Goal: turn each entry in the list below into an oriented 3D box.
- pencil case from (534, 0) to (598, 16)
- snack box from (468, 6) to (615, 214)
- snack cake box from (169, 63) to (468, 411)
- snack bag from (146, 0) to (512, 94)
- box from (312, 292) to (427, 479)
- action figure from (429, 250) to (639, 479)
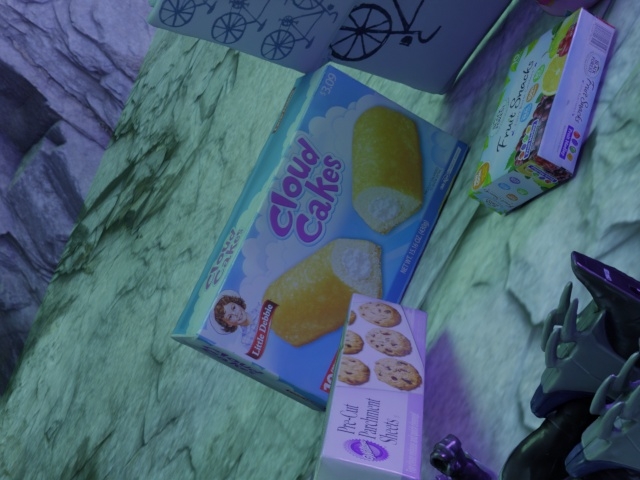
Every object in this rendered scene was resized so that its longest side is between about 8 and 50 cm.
[{"bbox_3d":[0.123,-0.283,1.240,0.124,0.284,0.124,-30,49,41],"label":"pencil case"},{"bbox_3d":[0.172,-0.100,1.230,0.100,0.037,0.141,-35,30,59],"label":"snack box"},{"bbox_3d":[0.000,0.000,1.378,0.264,0.152,0.089,-65,17,-12],"label":"snack cake box"},{"bbox_3d":[0.066,-0.266,1.353,0.323,0.342,0.037,-53,42,29],"label":"snack bag"},{"bbox_3d":[0.036,0.119,1.093,0.324,0.067,0.063,-71,-6,-74],"label":"box"},{"bbox_3d":[0.113,0.155,0.888,0.285,0.099,0.185,-58,21,22],"label":"action figure"}]
